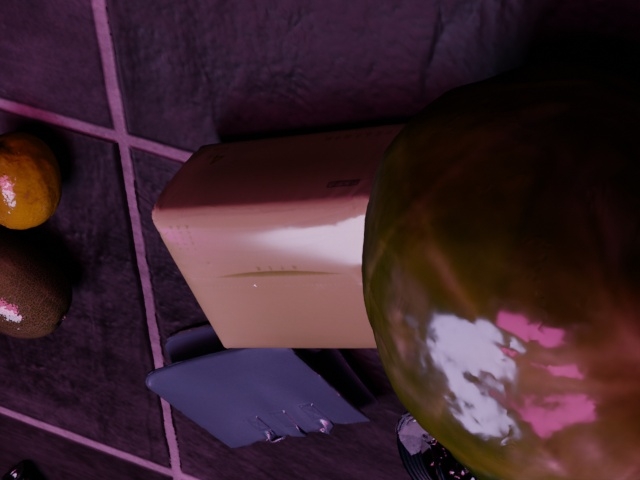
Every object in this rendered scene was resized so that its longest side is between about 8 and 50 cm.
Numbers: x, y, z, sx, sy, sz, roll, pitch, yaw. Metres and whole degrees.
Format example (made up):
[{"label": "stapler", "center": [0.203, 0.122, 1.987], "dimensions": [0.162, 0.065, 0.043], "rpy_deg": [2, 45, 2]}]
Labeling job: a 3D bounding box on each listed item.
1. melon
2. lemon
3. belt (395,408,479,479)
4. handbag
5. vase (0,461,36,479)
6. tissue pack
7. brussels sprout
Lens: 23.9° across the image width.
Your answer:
[{"label": "melon", "center": [-0.328, 0.038, 1.544], "dimensions": [0.162, 0.099, 0.099], "rpy_deg": [32, 140, 8]}, {"label": "lemon", "center": [-0.285, -0.054, 1.439], "dimensions": [0.082, 0.082, 0.110], "rpy_deg": [20, 142, 16]}, {"label": "belt", "center": [0.127, 0.194, 1.424], "dimensions": [0.105, 0.058, 0.140], "rpy_deg": [-2, 128, 31]}, {"label": "handbag", "center": [-0.060, 0.143, 1.506], "dimensions": [0.221, 0.057, 0.144], "rpy_deg": [-17, 122, 43]}, {"label": "vase", "center": [-0.331, 0.352, 1.884], "dimensions": [0.167, 0.059, 0.059], "rpy_deg": [47, 138, -16]}, {"label": "tissue pack", "center": [0.000, 0.000, 1.267], "dimensions": [0.234, 0.125, 0.159], "rpy_deg": [-3, 128, 34]}, {"label": "brussels sprout", "center": [0.202, 0.040, 1.059], "dimensions": [0.355, 0.289, 0.281], "rpy_deg": [7, 125, -5]}]
